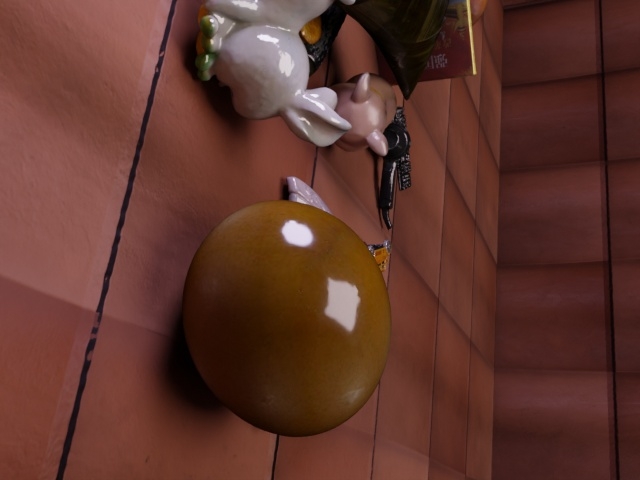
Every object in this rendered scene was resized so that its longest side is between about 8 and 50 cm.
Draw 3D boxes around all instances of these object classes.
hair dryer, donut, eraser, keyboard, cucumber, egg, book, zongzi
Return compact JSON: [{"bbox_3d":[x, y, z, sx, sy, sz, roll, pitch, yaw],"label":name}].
[{"bbox_3d":[0.175,-0.158,1.775,0.235,0.091,0.271,-8,107,-76],"label":"hair dryer"},{"bbox_3d":[-0.049,-0.434,1.281,0.152,0.058,0.151,-4,90,-66],"label":"donut"},{"bbox_3d":[0.001,0.000,1.342,0.243,0.059,0.204,17,72,-60],"label":"eraser"},{"bbox_3d":[0.226,-0.256,1.925,0.072,0.023,0.231,-28,113,-61],"label":"keyboard"},{"bbox_3d":[0.009,-0.423,1.405,0.078,0.062,0.211,62,34,-45],"label":"cucumber"},{"bbox_3d":[-0.043,0.112,0.962,0.282,0.283,0.351,-59,147,-51],"label":"egg"},{"bbox_3d":[0.241,-0.578,1.701,0.028,0.263,0.373,-24,110,-51],"label":"book"},{"bbox_3d":[0.093,-0.428,1.315,0.403,0.208,0.432,-24,137,-38],"label":"zongzi"}]

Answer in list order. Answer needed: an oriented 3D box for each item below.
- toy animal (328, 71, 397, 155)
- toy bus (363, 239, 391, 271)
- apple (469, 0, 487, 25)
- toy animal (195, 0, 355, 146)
[{"bbox_3d":[0.087,-0.274,1.481,0.165,0.149,0.248,60,20,-16],"label":"toy animal"},{"bbox_3d":[0.106,0.042,1.565,0.162,0.070,0.074,-14,101,-64],"label":"toy bus"},{"bbox_3d":[0.380,-0.752,2.085,0.253,0.254,0.253,-3,90,-66],"label":"apple"},{"bbox_3d":[-0.063,-0.307,1.055,0.183,0.247,0.309,-137,-128,-75],"label":"toy animal"}]
